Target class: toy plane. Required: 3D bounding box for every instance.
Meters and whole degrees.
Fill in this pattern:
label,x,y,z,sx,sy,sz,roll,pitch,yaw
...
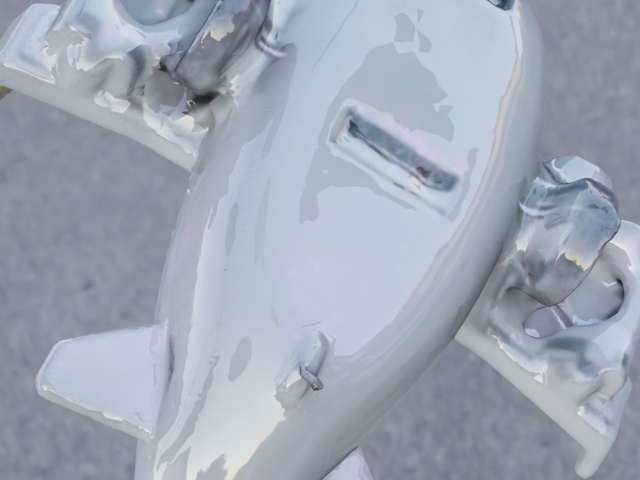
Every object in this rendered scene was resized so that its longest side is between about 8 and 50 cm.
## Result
label,x,y,z,sx,sy,sz,roll,pitch,yaw
toy plane,0.002,-0.002,0.634,0.252,0.252,0.118,-44,1,-33

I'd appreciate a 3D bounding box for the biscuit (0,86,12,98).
label,x,y,z,sx,sy,sz,roll,pitch,yaw
biscuit,-0.317,-0.050,1.294,0.254,0.029,0.172,-27,11,23
